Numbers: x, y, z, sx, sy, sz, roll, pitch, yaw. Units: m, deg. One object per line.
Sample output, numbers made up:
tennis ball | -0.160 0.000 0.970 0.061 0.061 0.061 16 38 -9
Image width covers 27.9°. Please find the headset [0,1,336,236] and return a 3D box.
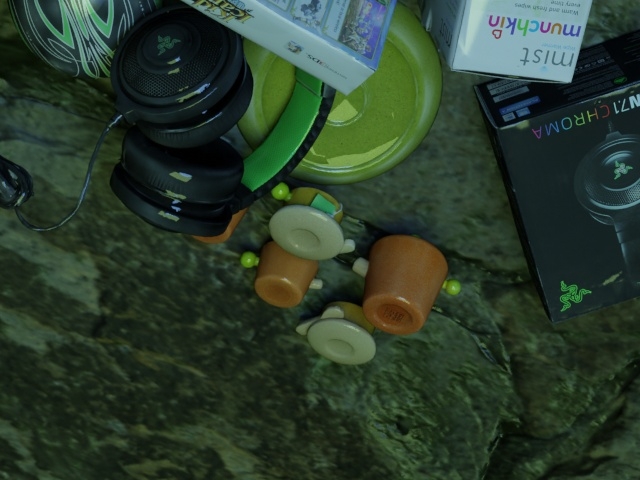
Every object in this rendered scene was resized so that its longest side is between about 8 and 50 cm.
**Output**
headset | -0.158 -0.124 1.276 0.394 0.185 0.243 -28 141 -35

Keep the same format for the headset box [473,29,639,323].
headset box | 0.334 -0.068 1.455 0.246 0.131 0.283 -17 119 5

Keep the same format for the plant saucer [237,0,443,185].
plant saucer | 0.020 -0.162 1.430 0.241 0.037 0.241 -2 119 -4

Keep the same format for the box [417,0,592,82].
box | 0.178 -0.306 1.240 0.127 0.262 0.231 5 117 -8

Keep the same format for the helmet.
helmet | -0.234 -0.246 1.290 0.169 0.169 0.161 -15 79 3

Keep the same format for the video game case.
video game case | -0.031 -0.307 1.229 0.244 0.269 0.061 27 148 -17

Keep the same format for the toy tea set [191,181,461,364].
toy tea set | 0.000 0.000 1.495 0.200 0.124 0.336 -22 126 41
